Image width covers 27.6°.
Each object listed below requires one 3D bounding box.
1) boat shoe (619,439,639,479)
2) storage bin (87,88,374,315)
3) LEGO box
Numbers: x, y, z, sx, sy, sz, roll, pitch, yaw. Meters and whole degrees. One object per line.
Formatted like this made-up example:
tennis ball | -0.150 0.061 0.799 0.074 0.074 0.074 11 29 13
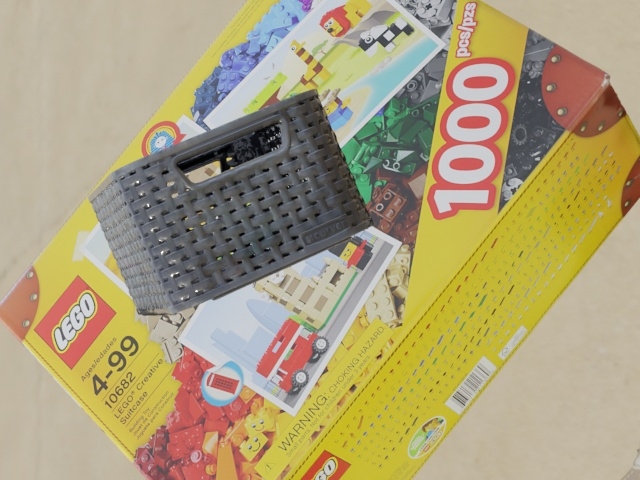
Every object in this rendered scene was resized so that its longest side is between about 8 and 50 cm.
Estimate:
boat shoe | 0.540 0.332 1.964 0.341 0.121 0.110 -40 44 16
storage bin | -0.058 -0.017 0.759 0.084 0.122 0.180 67 165 -4
LEGO box | 0.000 0.000 1.209 0.372 0.193 0.500 38 89 34
